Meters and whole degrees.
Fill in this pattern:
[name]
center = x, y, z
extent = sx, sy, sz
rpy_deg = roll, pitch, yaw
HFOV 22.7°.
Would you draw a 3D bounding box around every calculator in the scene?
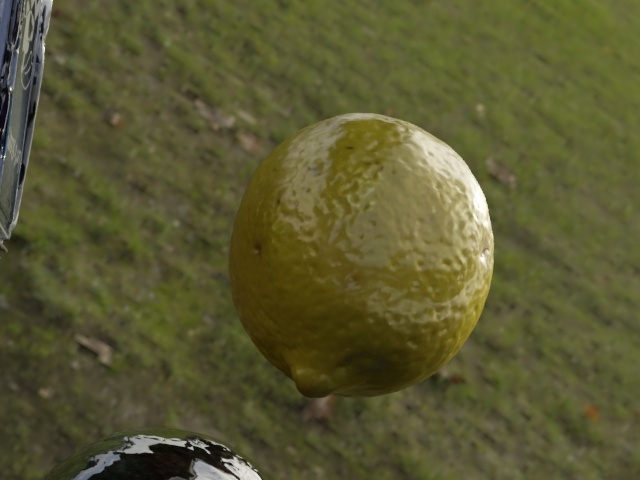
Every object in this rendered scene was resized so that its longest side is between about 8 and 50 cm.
[calculator]
center = -0.271, -0.127, 1.398
extent = 0.028, 0.274, 0.166
rpy_deg = 7, -10, -2

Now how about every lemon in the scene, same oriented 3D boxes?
[lemon]
center = 0.035, 0.020, 1.378
extent = 0.228, 0.228, 0.253
rpy_deg = 19, 66, -37

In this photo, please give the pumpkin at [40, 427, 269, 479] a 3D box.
[pumpkin]
center = -0.191, 0.420, 1.719
extent = 0.344, 0.454, 0.454
rpy_deg = 15, 10, 26
